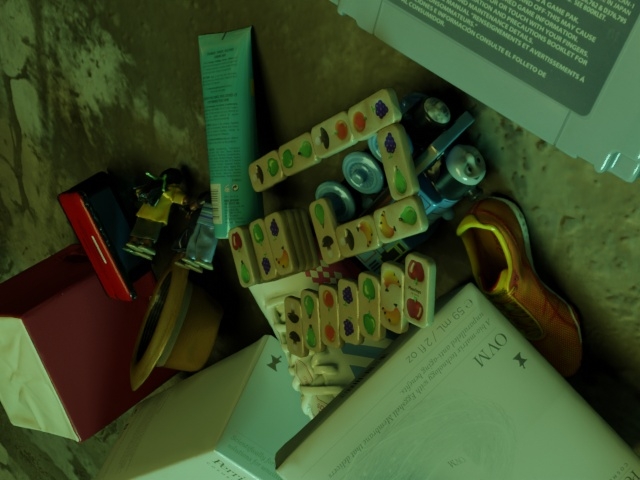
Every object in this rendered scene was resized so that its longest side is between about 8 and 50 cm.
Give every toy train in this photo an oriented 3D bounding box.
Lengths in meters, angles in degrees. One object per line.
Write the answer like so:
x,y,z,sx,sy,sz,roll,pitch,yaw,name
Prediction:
0.073,-0.050,0.824,0.105,0.080,0.184,45,140,0,toy train

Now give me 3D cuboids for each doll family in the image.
-0.154,-0.031,1.048,0.193,0.111,0.076,14,166,30,doll family

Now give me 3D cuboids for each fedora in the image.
-0.169,0.104,1.132,0.079,0.194,0.194,20,141,-15,fedora

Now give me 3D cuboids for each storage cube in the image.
-0.326,0.132,1.245,0.184,0.193,0.215,0,116,44,storage cube

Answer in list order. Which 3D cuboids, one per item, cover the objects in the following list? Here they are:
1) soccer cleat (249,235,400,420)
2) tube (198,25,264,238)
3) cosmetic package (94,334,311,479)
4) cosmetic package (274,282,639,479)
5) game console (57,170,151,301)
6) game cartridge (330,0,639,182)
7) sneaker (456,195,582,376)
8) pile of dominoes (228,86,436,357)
0.014,0.114,0.941,0.331,0.143,0.116,43,139,13,soccer cleat
-0.090,-0.106,0.940,0.080,0.052,0.207,1,98,38,tube
-0.106,0.264,1.115,0.197,0.155,0.365,37,144,-15,cosmetic package
0.116,0.196,0.804,0.224,0.224,0.138,46,172,3,cosmetic package
-0.246,-0.009,1.133,0.124,0.085,0.144,0,118,59,game console
0.142,-0.194,0.674,0.297,0.062,0.198,37,133,20,game cartridge
0.167,0.048,0.806,0.064,0.067,0.175,-25,100,48,sneaker
0.000,0.000,0.814,0.251,0.040,0.196,-21,82,56,pile of dominoes
